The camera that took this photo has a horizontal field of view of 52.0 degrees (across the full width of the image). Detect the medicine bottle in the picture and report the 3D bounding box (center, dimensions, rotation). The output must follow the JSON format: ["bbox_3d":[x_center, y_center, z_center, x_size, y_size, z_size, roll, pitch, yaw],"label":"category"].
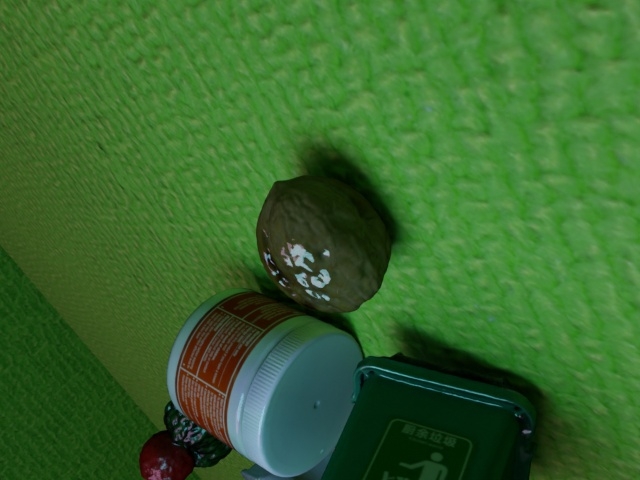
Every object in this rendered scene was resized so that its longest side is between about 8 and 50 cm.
[{"bbox_3d":[-0.094,0.230,1.108,0.241,0.252,0.252,20,143,39],"label":"medicine bottle"}]

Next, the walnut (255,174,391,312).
[{"bbox_3d":[0.000,0.000,0.809,0.184,0.155,0.155,49,151,-17],"label":"walnut"}]

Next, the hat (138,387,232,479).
[{"bbox_3d":[-0.266,0.411,1.480,0.242,0.332,0.274,-1,130,55],"label":"hat"}]

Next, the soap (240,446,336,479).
[{"bbox_3d":[0.073,0.608,1.425,0.435,0.213,0.350,28,145,27],"label":"soap"}]

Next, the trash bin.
[{"bbox_3d":[0.108,0.365,0.832,0.259,0.381,0.295,11,123,25],"label":"trash bin"}]
